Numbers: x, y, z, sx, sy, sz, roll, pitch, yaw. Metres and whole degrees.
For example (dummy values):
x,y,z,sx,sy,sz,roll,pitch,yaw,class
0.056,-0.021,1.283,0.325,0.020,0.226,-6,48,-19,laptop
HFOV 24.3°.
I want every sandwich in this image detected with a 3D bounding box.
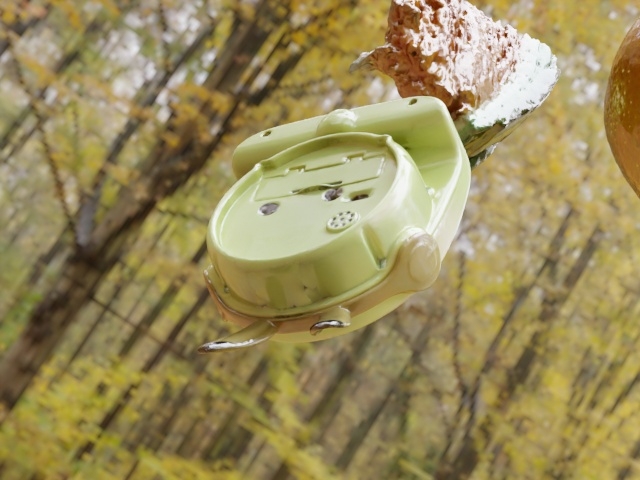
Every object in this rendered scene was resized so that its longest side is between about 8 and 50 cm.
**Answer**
x,y,z,sx,sy,sz,roll,pitch,yaw,class
0.107,-0.142,1.257,0.109,0.185,0.160,-28,-79,41,sandwich

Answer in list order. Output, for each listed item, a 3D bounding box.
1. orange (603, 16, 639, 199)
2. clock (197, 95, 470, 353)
x,y,z,sx,sy,sz,roll,pitch,yaw,class
0.317,-0.121,1.170,0.158,0.179,0.237,26,-39,-24,orange
0.000,0.000,0.964,0.170,0.232,0.069,-10,-56,23,clock
